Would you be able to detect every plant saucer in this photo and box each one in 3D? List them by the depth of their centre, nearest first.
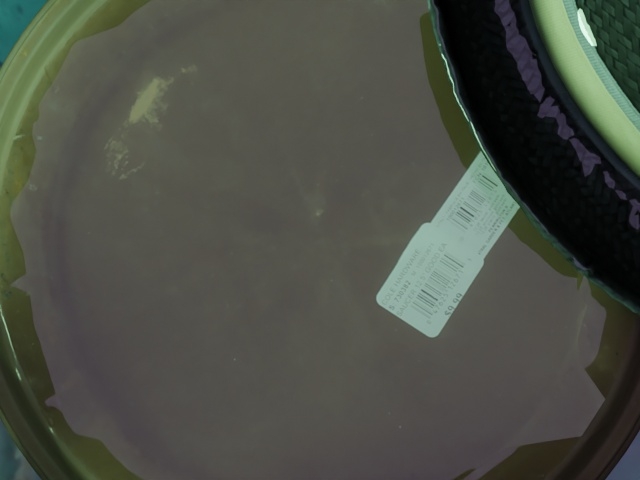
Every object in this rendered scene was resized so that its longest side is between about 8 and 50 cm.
[{"bbox_3d":[0.000,0.000,0.521,0.278,0.041,0.278,0,88,1],"label":"plant saucer"}]

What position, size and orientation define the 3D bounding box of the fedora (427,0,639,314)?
[{"bbox_3d":[0.205,-0.098,0.439,0.334,0.152,0.334,1,85,-8],"label":"fedora"}]
